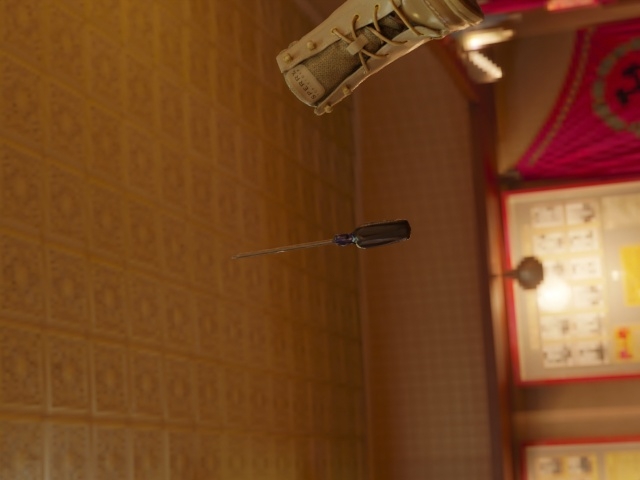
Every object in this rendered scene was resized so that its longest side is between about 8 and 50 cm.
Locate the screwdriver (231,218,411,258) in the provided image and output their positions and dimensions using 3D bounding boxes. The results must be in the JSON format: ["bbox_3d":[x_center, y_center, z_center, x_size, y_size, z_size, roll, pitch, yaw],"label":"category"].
[{"bbox_3d":[0.000,0.000,1.155,0.024,0.169,0.025,71,-161,-44],"label":"screwdriver"}]

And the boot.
[{"bbox_3d":[0.044,-0.171,1.045,0.077,0.165,0.213,54,-174,-11],"label":"boot"}]
